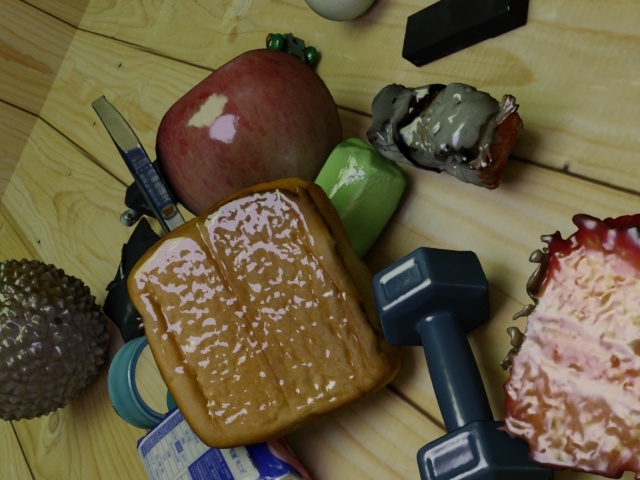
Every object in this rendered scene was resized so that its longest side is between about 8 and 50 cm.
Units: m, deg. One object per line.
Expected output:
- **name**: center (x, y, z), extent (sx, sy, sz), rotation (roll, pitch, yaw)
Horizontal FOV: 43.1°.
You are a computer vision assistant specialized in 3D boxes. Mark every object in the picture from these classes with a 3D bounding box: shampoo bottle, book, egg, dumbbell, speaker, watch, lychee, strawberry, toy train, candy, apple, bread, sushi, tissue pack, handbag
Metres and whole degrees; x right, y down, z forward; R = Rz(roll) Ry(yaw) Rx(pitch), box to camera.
- **shampoo bottle**: center (-0.368, -0.122, 1.862), extent (0.309, 0.098, 0.071), rotation (-38, 44, 35)
- **book**: center (-0.269, -0.036, 1.449), extent (0.039, 0.428, 0.300), rotation (-31, 34, -10)
- **egg**: center (0.030, -0.490, 1.496), extent (0.151, 0.151, 0.209), rotation (-51, 32, 21)
- **dumbbell**: center (0.161, 0.164, 0.959), extent (0.144, 0.160, 0.325), rotation (115, 152, -44)
- **speaker**: center (0.220, -0.340, 1.253), extent (0.218, 0.044, 0.082), rotation (-13, 61, 50)
- **watch**: center (-0.273, 0.260, 1.440), extent (0.211, 0.193, 0.211), rotation (-33, 46, 41)
- **lychee**: center (-0.668, 0.215, 1.824), extent (0.432, 0.380, 0.380), rotation (-32, 48, 44)
- **strawberry**: center (0.326, 0.101, 0.789), extent (0.280, 0.150, 0.254), rotation (-3, 82, 45)
- **toy train**: center (-0.073, -0.312, 1.588), extent (0.136, 0.091, 0.228), rotation (-46, 39, 43)
- **candy**: center (0.000, 0.000, 1.280), extent (0.344, 0.132, 0.142), rotation (-57, 44, 13)
- **apple**: center (-0.113, -0.156, 1.367), extent (0.344, 0.269, 0.345), rotation (-35, 10, 7)
- **bread**: center (-0.083, 0.105, 1.154), extent (0.328, 0.148, 0.337), rotation (-29, 89, 11)
- **sushi**: center (0.168, -0.155, 1.142), extent (0.332, 0.130, 0.124), rotation (25, 89, 56)
- **tissue pack**: center (-0.145, 0.356, 1.243), extent (0.209, 0.137, 0.269), rotation (-39, 38, -5)
- **handbag**: center (-0.412, 0.092, 1.814), extent (0.211, 0.088, 0.254), rotation (41, 109, 51)
